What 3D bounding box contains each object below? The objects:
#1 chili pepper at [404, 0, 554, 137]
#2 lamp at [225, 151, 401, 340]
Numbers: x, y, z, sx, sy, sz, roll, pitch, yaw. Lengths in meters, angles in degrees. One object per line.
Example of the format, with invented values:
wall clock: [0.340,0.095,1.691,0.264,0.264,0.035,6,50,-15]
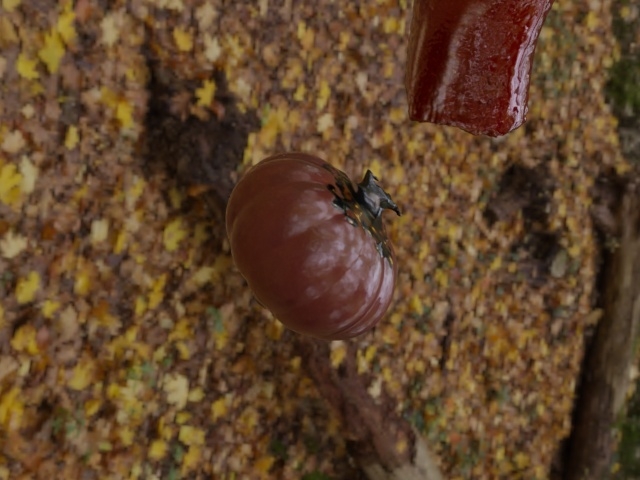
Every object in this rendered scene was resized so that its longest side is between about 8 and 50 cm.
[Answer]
chili pepper: [0.160,-0.262,0.850,0.131,0.135,0.338,-77,177,-47]
lamp: [0.000,0.000,0.851,0.182,0.140,0.182,47,20,-23]
